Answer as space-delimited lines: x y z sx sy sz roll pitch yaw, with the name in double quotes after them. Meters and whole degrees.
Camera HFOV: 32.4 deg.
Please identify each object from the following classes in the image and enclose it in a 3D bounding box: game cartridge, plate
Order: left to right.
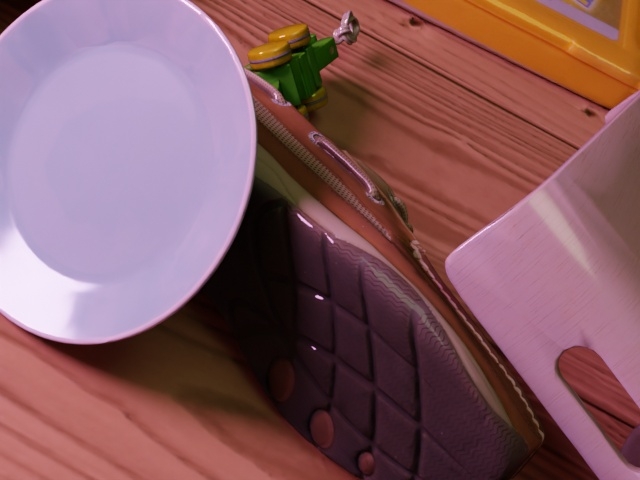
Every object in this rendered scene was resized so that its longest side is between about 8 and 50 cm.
-0.112 -0.040 0.565 0.188 0.188 0.024 50 13 22 "plate"
0.208 -0.246 1.001 0.324 0.052 0.285 24 43 -3 "game cartridge"

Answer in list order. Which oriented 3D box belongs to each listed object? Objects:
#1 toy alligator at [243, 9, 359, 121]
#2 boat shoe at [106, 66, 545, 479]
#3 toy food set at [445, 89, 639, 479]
-0.023 -0.120 0.765 0.051 0.056 0.189 -6 24 23 "toy alligator"
0.000 0.000 0.607 0.324 0.122 0.120 46 42 17 "boat shoe"
0.205 0.040 0.662 0.219 0.092 0.306 53 34 1 "toy food set"
